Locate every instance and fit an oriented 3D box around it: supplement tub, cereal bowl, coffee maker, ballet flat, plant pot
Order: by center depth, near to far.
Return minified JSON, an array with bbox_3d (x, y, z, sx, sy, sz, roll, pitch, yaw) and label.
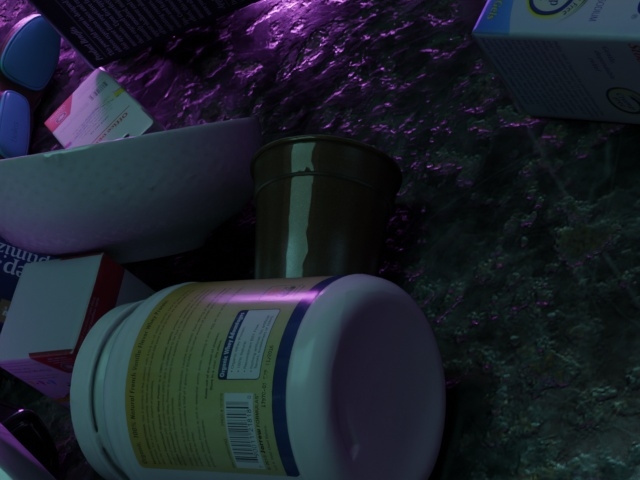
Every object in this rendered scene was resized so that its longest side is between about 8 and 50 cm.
[{"bbox_3d":[-0.064,0.150,1.332,0.316,0.228,0.228,-3,56,36],"label":"supplement tub"},{"bbox_3d":[0.000,0.000,1.465,0.167,0.167,0.165,-12,59,31],"label":"plant pot"},{"bbox_3d":[-0.226,-0.050,1.602,0.339,0.339,0.141,-5,96,36],"label":"cereal bowl"},{"bbox_3d":[-0.394,0.224,1.617,0.178,0.120,0.171,13,66,43],"label":"coffee maker"},{"bbox_3d":[-0.464,-0.215,2.047,0.096,0.095,0.280,-22,45,40],"label":"ballet flat"}]

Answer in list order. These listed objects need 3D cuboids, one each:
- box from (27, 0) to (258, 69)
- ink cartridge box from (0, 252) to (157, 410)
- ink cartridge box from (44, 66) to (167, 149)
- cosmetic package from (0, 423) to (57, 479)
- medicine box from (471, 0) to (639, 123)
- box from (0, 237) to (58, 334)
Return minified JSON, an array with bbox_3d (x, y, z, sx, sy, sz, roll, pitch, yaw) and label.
[{"bbox_3d":[-0.203,-0.461,1.852,0.395,0.212,0.294,-20,61,11],"label":"box"},{"bbox_3d":[-0.249,0.114,1.548,0.128,0.176,0.127,-9,56,34],"label":"ink cartridge box"},{"bbox_3d":[-0.282,-0.143,1.859,0.115,0.067,0.198,-46,40,0],"label":"ink cartridge box"},{"bbox_3d":[-0.408,0.279,1.428,0.385,0.156,0.217,43,87,13],"label":"cosmetic package"},{"bbox_3d":[0.347,-0.263,1.396,0.289,0.149,0.263,9,64,43],"label":"medicine box"},{"bbox_3d":[-0.392,0.042,1.757,0.036,0.136,0.225,126,160,-59],"label":"box"}]
